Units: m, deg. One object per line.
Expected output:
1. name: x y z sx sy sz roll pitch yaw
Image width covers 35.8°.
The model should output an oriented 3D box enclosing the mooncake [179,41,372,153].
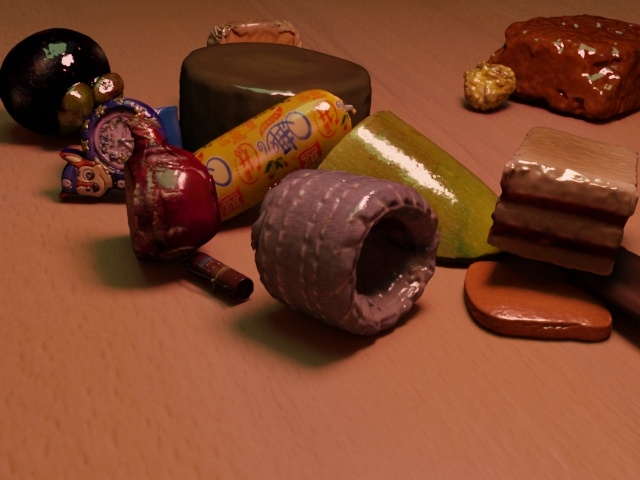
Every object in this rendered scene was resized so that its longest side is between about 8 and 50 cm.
1. mooncake: -0.083 -0.234 1.810 0.356 0.194 0.356 6 25 -3

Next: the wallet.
1. wallet: 0.423 0.049 1.410 0.165 0.042 0.309 3 21 -32

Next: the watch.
1. watch: -0.333 -0.164 1.703 0.196 0.171 0.200 2 11 2

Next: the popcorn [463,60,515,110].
1. popcorn: 0.364 -0.342 2.157 0.120 0.116 0.106 -34 72 -5

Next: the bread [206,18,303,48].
1. bread: -0.136 -0.342 2.010 0.192 0.210 0.110 -8 23 -20

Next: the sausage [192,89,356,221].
1. sausage: -0.095 -0.133 1.579 0.347 0.123 0.123 -31 33 -6

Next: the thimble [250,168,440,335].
1. thimble: 0.034 0.003 1.308 0.172 0.205 0.236 21 37 36

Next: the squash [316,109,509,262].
1. squash: 0.162 -0.046 1.590 0.309 0.210 0.233 43 37 12

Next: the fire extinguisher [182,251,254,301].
1. fire extinguisher: -0.150 0.047 1.396 0.056 0.039 0.132 -11 27 -44

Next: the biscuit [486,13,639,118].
1. biscuit: 0.610 -0.414 2.272 0.342 0.166 0.395 26 33 36

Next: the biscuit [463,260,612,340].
1. biscuit: 0.297 0.076 1.376 0.192 0.036 0.186 4 24 1

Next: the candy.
1. candy: 0.360 -0.070 1.441 0.179 0.135 0.320 17 22 13

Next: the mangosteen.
1. mangosteen: -0.492 -0.292 1.894 0.243 0.243 0.243 2 26 -1

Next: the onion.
1. onion: -0.223 -0.082 1.437 0.140 0.218 0.195 -10 -5 -6
